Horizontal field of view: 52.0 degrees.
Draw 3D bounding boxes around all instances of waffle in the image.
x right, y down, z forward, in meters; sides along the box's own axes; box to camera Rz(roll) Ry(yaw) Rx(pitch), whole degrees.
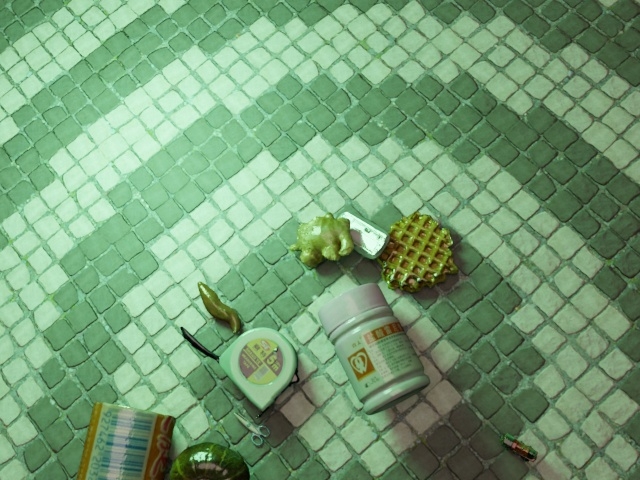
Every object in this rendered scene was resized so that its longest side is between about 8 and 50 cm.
[{"bbox_3d":[0.286,0.035,1.974,0.243,0.059,0.238,-19,66,-2],"label":"waffle"}]

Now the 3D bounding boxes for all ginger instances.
[{"bbox_3d":[0.000,0.000,1.984,0.216,0.102,0.157,-15,74,24],"label":"ginger"}]

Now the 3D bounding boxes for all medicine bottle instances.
[{"bbox_3d":[0.145,0.298,1.817,0.202,0.202,0.316,-27,71,-3],"label":"medicine bottle"}]

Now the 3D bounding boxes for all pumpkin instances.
[{"bbox_3d":[-0.305,0.651,1.782,0.218,0.162,0.219,0,97,3],"label":"pumpkin"}]

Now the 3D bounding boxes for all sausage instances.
[{"bbox_3d":[-0.532,0.598,1.781,0.232,0.233,0.287,4,72,8],"label":"sausage"}]

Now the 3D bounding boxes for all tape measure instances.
[{"bbox_3d":[-0.219,0.315,1.901,0.215,0.098,0.351,-44,80,-8],"label":"tape measure"}]

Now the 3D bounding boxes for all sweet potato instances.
[{"bbox_3d":[-0.311,0.203,1.985,0.202,0.058,0.055,43,39,14],"label":"sweet potato"}]

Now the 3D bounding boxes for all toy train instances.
[{"bbox_3d":[0.532,0.555,1.756,0.103,0.064,0.044,28,75,15],"label":"toy train"}]

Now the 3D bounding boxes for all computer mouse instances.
[{"bbox_3d":[0.125,-0.017,1.997,0.199,0.045,0.102,32,87,36],"label":"computer mouse"}]

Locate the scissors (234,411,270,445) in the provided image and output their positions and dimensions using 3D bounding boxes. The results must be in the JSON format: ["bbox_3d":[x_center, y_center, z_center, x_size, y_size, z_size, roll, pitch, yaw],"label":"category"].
[{"bbox_3d":[-0.202,0.531,1.877,0.119,0.014,0.058,36,78,13],"label":"scissors"}]
